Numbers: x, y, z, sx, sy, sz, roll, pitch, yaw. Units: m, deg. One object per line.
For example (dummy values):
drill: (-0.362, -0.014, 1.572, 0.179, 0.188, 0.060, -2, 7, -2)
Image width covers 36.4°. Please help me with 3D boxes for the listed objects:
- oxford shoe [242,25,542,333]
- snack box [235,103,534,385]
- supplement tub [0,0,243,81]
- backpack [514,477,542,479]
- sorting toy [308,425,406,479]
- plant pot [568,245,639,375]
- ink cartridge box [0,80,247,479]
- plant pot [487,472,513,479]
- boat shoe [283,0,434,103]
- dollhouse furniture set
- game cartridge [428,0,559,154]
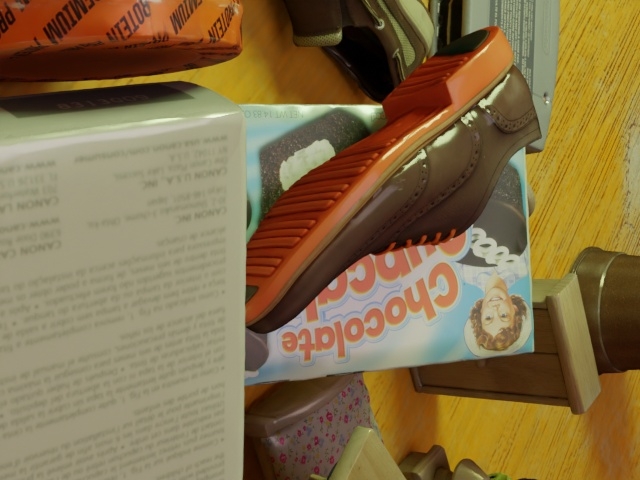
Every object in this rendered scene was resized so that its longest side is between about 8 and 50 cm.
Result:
oxford shoe: (0.052, -0.024, 0.623, 0.271, 0.097, 0.098, -44, 110, -20)
snack box: (0.000, 0.000, 0.684, 0.322, 0.060, 0.187, -4, 91, -24)
supplement tub: (-0.136, -0.262, 0.516, 0.207, 0.207, 0.338, -8, 95, -50)
backpack: (0.149, 0.311, 0.888, 0.182, 0.115, 0.152, -17, 92, -32)
sorting toy: (0.014, 0.218, 0.675, 0.132, 0.046, 0.274, -59, 140, -28)
plant pot: (0.409, 0.090, 1.190, 0.167, 0.165, 0.167, 1, 89, -50)
ink cartridge box: (-0.189, 0.123, 0.510, 0.308, 0.091, 0.385, -13, 117, -36)
plant pot: (0.192, 0.283, 0.998, 0.079, 0.083, 0.083, 54, 50, -19)
boat shoe: (0.011, -0.198, 0.780, 0.257, 0.095, 0.095, 36, 68, -44)
dollhouse furniture set: (0.062, 0.136, 0.766, 0.355, 0.174, 0.303, -35, 114, -45)
game cartridge: (0.188, -0.245, 1.025, 0.196, 0.060, 0.294, 9, 82, -46)
